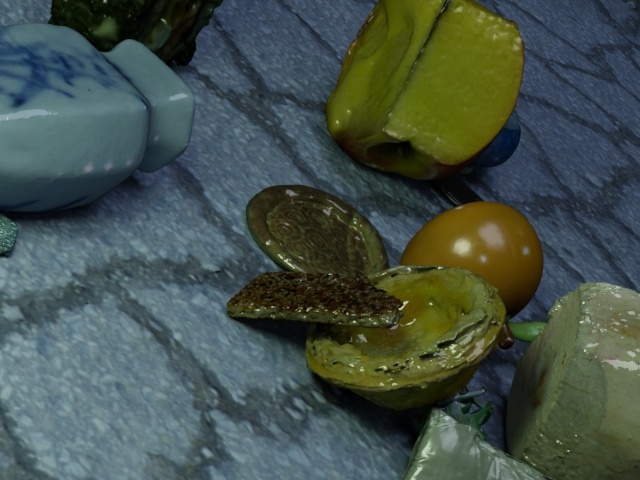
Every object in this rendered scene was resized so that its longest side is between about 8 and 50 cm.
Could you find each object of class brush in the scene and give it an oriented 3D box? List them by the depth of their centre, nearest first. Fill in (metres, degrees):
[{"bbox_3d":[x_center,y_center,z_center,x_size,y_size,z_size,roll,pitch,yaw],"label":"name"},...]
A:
[{"bbox_3d":[-0.456,-0.035,1.642,0.196,0.021,0.070,21,33,-18],"label":"brush"}]

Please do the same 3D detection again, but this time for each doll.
[{"bbox_3d":[0.242,0.061,2.031,0.213,0.213,0.236,-5,61,-48],"label":"doll"}]

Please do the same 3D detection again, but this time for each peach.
[{"bbox_3d":[0.182,-0.282,2.326,0.242,0.381,0.306,26,-14,-27],"label":"peach"}]

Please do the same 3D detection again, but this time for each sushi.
[{"bbox_3d":[-0.255,-0.402,2.050,0.178,0.352,0.294,38,37,7],"label":"sushi"}]

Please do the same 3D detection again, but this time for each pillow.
[{"bbox_3d":[0.208,0.321,1.703,0.229,0.050,0.148,30,71,-4],"label":"pillow"}]

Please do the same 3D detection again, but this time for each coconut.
[{"bbox_3d":[0.407,0.222,1.862,0.254,0.297,0.297,18,32,-6],"label":"coconut"}]

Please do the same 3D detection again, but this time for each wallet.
[{"bbox_3d":[0.249,-0.074,2.404,0.156,0.018,0.082,45,31,16],"label":"wallet"}]

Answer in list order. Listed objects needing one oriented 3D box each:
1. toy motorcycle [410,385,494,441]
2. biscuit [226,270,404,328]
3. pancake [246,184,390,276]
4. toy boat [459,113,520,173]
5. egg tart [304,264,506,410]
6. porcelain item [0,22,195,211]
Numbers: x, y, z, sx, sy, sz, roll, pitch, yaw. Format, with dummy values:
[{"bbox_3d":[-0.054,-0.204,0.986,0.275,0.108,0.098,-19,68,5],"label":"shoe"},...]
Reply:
[{"bbox_3d":[0.178,0.250,1.802,0.106,0.074,0.190,32,35,-7],"label":"toy motorcycle"},{"bbox_3d":[0.005,0.073,1.799,0.236,0.026,0.131,2,22,23],"label":"biscuit"},{"bbox_3d":[0.000,0.001,2.030,0.250,0.031,0.250,24,32,-16],"label":"pancake"},{"bbox_3d":[0.241,-0.226,2.556,0.215,0.123,0.330,14,23,-37],"label":"toy boat"},{"bbox_3d":[0.110,0.129,1.798,0.288,0.288,0.118,-90,164,-61],"label":"egg tart"},{"bbox_3d":[-0.354,-0.153,1.748,0.242,0.178,0.405,43,31,20],"label":"porcelain item"}]
